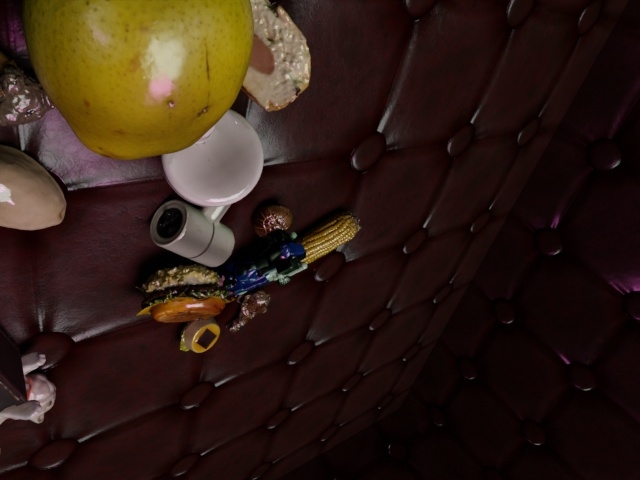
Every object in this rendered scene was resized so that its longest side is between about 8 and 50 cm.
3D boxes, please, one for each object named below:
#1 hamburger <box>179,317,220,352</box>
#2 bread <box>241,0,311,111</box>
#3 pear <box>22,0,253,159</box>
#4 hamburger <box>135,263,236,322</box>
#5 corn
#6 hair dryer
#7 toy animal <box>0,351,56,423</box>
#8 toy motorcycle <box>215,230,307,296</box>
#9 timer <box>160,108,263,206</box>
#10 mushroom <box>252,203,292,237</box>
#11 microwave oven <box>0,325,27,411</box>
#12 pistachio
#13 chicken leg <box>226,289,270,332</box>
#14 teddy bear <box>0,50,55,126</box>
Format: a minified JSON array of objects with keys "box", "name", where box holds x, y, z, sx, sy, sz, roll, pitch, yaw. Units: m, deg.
[{"box":[-0.396,0.304,1.639,0.141,0.081,0.126,-60,147,1],"name":"hamburger"},{"box":[-0.122,-0.394,1.072,0.184,0.211,0.224,-43,152,9],"name":"bread"},{"box":[-0.287,-0.338,0.832,0.363,0.362,0.418,-14,133,-37],"name":"pear"},{"box":[-0.367,0.146,1.396,0.243,0.138,0.262,-15,161,19],"name":"hamburger"},{"box":[0.000,0.000,1.708,0.318,0.115,0.115,-32,144,-17],"name":"corn"},{"box":[-0.262,-0.110,1.325,0.362,0.128,0.203,-54,146,1],"name":"hair dryer"},{"box":[-0.802,0.466,1.263,0.266,0.307,0.188,-9,157,-12],"name":"toy animal"},{"box":[-0.195,0.093,1.548,0.331,0.125,0.196,-30,160,26],"name":"toy motorcycle"},{"box":[-0.242,-0.192,1.136,0.234,0.240,0.233,-1,92,-19],"name":"timer"},{"box":[-0.143,-0.057,1.516,0.109,0.085,0.126,-9,142,-43],"name":"mushroom"},{"box":[-0.788,0.268,1.105,0.178,0.188,0.247,-23,145,-20],"name":"microwave oven"},{"box":[-0.596,-0.095,0.974,0.223,0.126,0.152,54,47,-56],"name":"pistachio"},{"box":[-0.245,0.237,1.740,0.125,0.080,0.196,-1,135,-33],"name":"chicken leg"},{"box":[-0.555,-0.259,0.851,0.177,0.140,0.190,-7,163,19],"name":"teddy bear"}]
